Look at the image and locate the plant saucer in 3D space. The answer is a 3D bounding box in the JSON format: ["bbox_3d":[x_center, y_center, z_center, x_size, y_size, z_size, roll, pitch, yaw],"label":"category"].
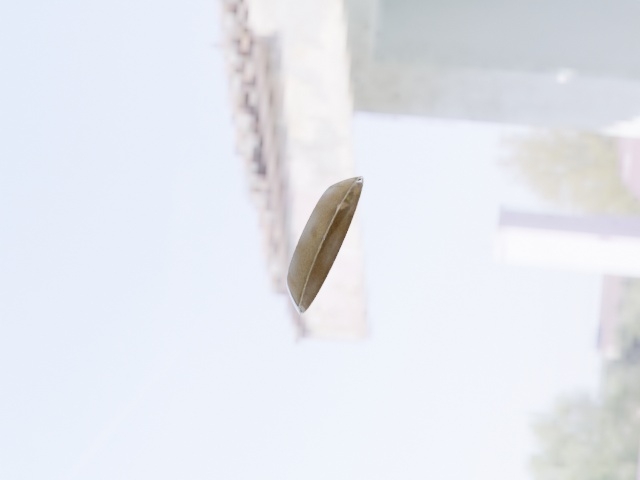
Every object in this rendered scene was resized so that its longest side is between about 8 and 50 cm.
[{"bbox_3d":[0.000,0.000,1.061,0.083,0.015,0.083,24,-90,-83],"label":"plant saucer"}]
